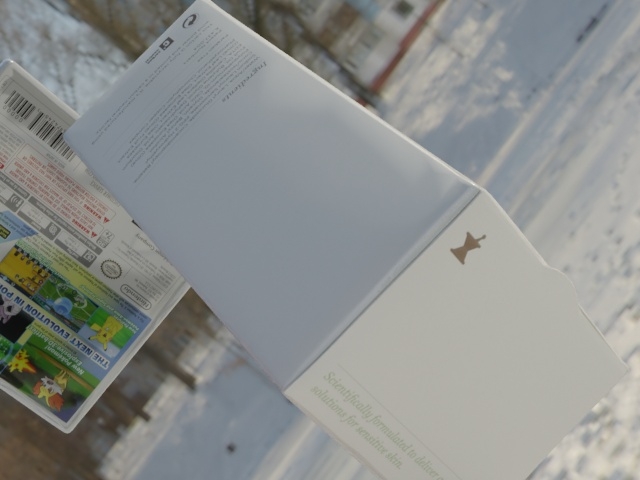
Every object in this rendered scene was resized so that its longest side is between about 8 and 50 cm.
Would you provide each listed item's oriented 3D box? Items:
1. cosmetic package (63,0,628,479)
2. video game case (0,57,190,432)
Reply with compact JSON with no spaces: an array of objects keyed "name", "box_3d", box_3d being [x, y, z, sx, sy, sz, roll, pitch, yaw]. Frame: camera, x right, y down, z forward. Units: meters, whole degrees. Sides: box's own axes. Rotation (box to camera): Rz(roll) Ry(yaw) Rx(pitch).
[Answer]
[{"name":"cosmetic package","box_3d":[0.000,0.000,0.839,0.155,0.197,0.365,-45,37,-1]},{"name":"video game case","box_3d":[-0.319,0.012,1.473,0.300,0.329,0.036,-50,22,-2]}]
